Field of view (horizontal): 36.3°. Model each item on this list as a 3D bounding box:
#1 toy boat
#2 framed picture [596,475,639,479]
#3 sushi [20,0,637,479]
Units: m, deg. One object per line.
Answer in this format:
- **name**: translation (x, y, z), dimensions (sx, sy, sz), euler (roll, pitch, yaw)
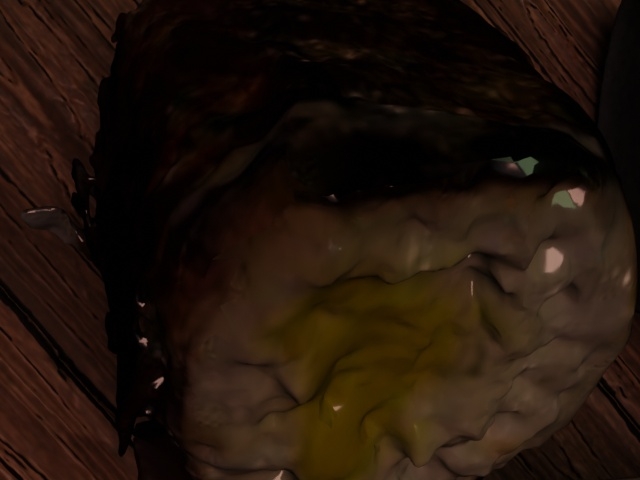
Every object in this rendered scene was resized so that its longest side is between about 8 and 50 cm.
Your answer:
- **toy boat**: translation (0.273, -0.073, 0.768), dimensions (0.078, 0.127, 0.282), euler (2, 87, -6)
- **framed picture**: translation (0.233, 0.172, 0.645), dimensions (0.290, 0.211, 0.020), euler (14, 65, -38)
- **sushi**: translation (0.001, -0.001, 0.582), dimensions (0.281, 0.294, 0.299), euler (10, 124, -32)
